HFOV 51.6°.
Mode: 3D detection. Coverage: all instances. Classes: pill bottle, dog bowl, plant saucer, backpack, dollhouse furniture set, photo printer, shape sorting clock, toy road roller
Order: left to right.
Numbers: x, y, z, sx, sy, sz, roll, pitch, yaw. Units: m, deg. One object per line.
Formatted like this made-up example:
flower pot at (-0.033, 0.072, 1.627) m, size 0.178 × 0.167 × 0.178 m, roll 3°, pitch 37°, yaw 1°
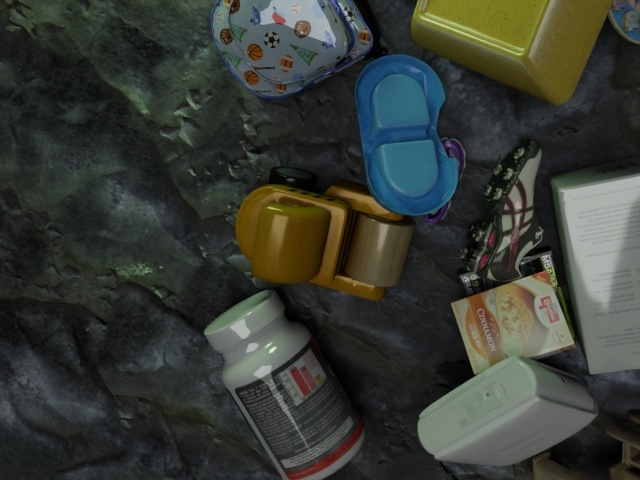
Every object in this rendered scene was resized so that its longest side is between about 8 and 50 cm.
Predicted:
pill bottle at (-0.076, 0.298, 1.369) m, size 0.210 × 0.210 × 0.363 m, roll -27°, pitch 98°, yaw 18°
backpack at (-0.056, -0.383, 1.188) m, size 0.263 × 0.213 × 0.276 m, roll -24°, pitch 102°, yaw 28°
toy road roller at (0.000, 0.000, 1.253) m, size 0.329 × 0.240 × 0.202 m, roll 15°, pitch 108°, yaw 8°
dog bowl at (0.147, -0.183, 1.202) m, size 0.166 × 0.074 × 0.297 m, roll -7°, pitch 80°, yaw -10°
plant saucer at (0.282, -0.417, 1.003) m, size 0.333 × 0.081 × 0.333 m, roll 38°, pitch 122°, yaw 39°
photo printer at (0.368, 0.336, 1.256) m, size 0.256 × 0.307 × 0.107 m, roll -40°, pitch 49°, yaw 26°
dollhouse furniture set at (0.565, 0.465, 1.305) m, size 0.242 × 0.161 × 0.212 m, roll -15°, pitch 106°, yaw -28°
shape sorting clock at (0.525, -0.423, 1.067) m, size 0.206 × 0.040 × 0.206 m, roll -4°, pitch 100°, yaw -26°

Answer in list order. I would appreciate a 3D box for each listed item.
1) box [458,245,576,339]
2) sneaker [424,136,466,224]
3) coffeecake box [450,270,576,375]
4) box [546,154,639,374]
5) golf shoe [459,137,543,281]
box at (0.387, 0.125, 1.306) m, size 0.184 × 0.045 × 0.190 m, roll -17°, pitch 100°, yaw 14°
sneaker at (0.235, -0.110, 1.260) m, size 0.068 × 0.071 × 0.170 m, roll 11°, pitch 107°, yaw 9°
coffeecake box at (0.358, 0.157, 1.231) m, size 0.185 × 0.068 × 0.142 m, roll -22°, pitch 67°, yaw 17°
box at (0.550, 0.037, 1.179) m, size 0.215 × 0.168 × 0.345 m, roll -11°, pitch 102°, yaw 15°
golf shoe at (0.361, -0.054, 1.233) m, size 0.120 × 0.105 × 0.273 m, roll 19°, pitch 103°, yaw -5°
